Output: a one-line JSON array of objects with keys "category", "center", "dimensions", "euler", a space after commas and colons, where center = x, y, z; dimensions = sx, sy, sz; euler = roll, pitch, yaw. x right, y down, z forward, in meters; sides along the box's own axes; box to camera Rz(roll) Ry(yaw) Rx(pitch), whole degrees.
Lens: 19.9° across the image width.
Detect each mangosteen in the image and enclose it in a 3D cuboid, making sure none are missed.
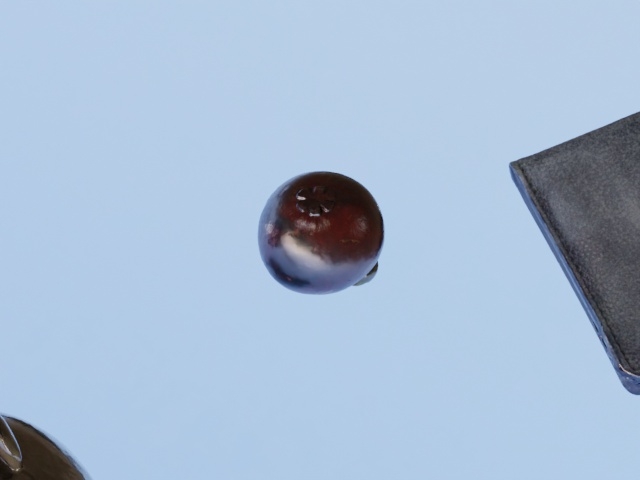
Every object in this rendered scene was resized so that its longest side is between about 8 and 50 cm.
[{"category": "mangosteen", "center": [0.000, -0.002, 1.124], "dimensions": [0.081, 0.081, 0.081], "euler": [25, -149, -17]}]

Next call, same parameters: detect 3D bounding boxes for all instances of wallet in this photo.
[{"category": "wallet", "center": [0.261, 0.000, 1.397], "dimensions": [0.167, 0.036, 0.222], "euler": [-23, -119, -5]}]

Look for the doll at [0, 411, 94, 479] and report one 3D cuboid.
[{"category": "doll", "center": [-0.187, 0.267, 1.240], "dimensions": [0.174, 0.235, 0.330], "euler": [-23, -102, -28]}]
